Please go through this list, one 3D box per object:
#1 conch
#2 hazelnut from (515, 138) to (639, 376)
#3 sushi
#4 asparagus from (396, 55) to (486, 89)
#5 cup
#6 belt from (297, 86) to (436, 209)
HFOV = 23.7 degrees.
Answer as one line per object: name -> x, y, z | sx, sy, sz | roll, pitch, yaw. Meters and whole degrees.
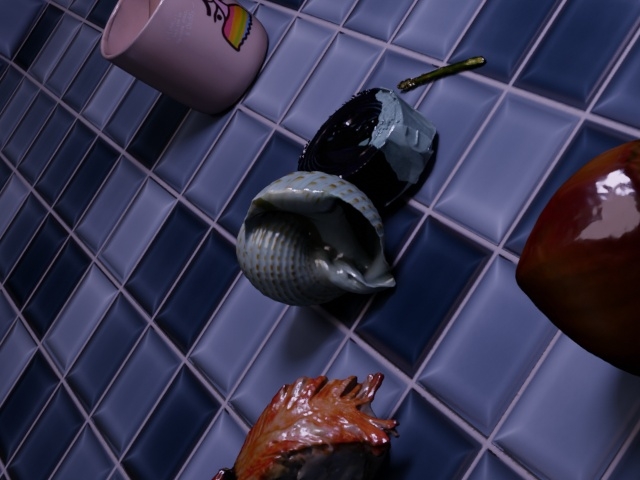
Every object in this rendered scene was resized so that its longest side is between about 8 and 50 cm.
conch -> 0.000, -0.005, 1.766 | 0.131, 0.200, 0.172 | -61, -22, -63
hazelnut -> 0.258, 0.020, 1.264 | 0.208, 0.208, 0.208 | -40, 32, 31
sushi -> -0.047, 0.272, 1.582 | 0.332, 0.130, 0.124 | -54, 32, 19
asparagus -> 0.146, -0.206, 1.870 | 0.166, 0.013, 0.016 | -11, 42, 54
cup -> -0.200, -0.335, 2.372 | 0.191, 0.200, 0.253 | -33, 37, 40
belt -> 0.059, -0.109, 1.843 | 0.198, 0.078, 0.151 | -1, 56, 60
